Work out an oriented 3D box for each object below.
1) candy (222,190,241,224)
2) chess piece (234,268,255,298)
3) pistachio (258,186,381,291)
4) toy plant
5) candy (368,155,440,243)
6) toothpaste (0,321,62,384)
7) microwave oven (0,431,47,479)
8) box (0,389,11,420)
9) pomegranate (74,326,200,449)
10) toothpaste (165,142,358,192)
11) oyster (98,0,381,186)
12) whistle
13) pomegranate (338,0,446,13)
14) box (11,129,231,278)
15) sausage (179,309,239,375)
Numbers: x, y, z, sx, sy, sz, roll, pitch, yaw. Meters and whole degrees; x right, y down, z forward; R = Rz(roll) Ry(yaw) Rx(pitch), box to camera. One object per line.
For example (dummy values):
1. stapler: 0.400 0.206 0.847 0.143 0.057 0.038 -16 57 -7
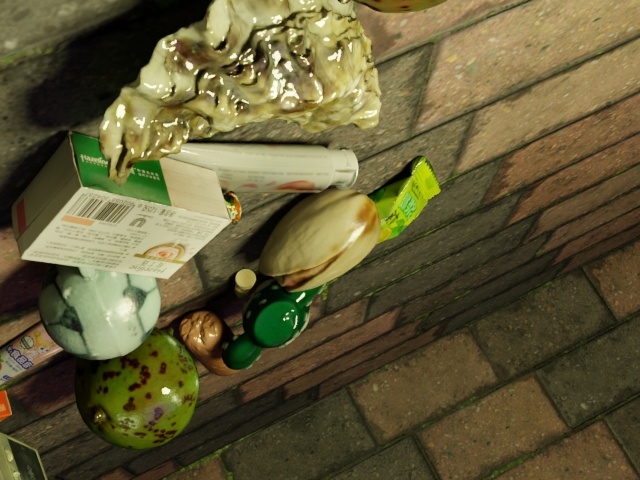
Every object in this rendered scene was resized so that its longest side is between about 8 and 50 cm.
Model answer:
1. candy: -0.151 -0.032 1.053 0.185 0.055 0.049 -16 -132 64
2. chess piece: -0.136 0.082 1.434 0.035 0.035 0.092 -22 164 -19
3. pistachio: 0.000 0.000 1.259 0.215 0.144 0.144 -41 158 24
4. toy plant: -0.079 0.130 1.433 0.232 0.112 0.243 -47 -176 -29
5. candy: 0.101 -0.039 1.403 0.246 0.069 0.149 -32 158 7
6. toothpaste: -0.434 0.165 1.206 0.194 0.043 0.067 -32 123 5
7. microwave oven: -0.637 0.467 1.534 0.194 0.145 0.240 -23 160 -10
8. box: -0.644 0.302 1.201 0.265 0.048 0.273 -31 164 35
9. pomegranate: -0.290 0.226 1.348 0.211 0.211 0.263 -42 -178 32
10. toothpaste: -0.091 -0.090 1.024 0.323 0.066 0.100 -4 154 -40
11. oyster: -0.057 -0.153 0.824 0.238 0.114 0.351 -42 157 32
12. whistle: -0.281 0.097 1.068 0.163 0.163 0.289 -23 146 -15
13. pomegranate: 0.058 -0.277 0.628 0.210 0.179 0.179 -58 164 -11
14. box: -0.220 -0.031 0.907 0.199 0.081 0.135 15 136 -44
15. sausage: -0.203 0.199 1.550 0.086 0.086 0.289 -27 160 -5
